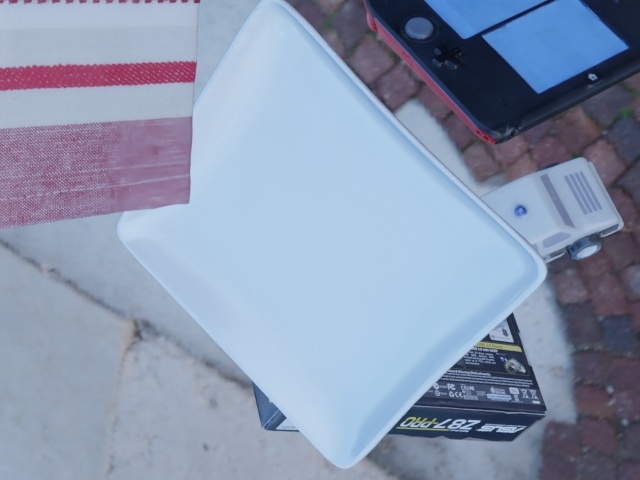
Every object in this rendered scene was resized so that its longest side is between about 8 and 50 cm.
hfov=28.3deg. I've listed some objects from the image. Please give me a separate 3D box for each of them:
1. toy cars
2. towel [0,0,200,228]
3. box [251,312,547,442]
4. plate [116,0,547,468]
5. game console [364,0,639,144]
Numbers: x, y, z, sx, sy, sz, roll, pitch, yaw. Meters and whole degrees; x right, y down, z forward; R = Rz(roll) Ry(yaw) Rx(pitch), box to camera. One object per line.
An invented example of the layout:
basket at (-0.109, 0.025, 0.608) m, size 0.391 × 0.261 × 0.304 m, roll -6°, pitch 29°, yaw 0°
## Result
toy cars at (0.105, -0.043, 1.294) m, size 0.394 × 0.087 × 0.176 m, roll 14°, pitch 74°, yaw 18°
towel at (-0.170, -0.164, 0.674) m, size 0.037 × 0.237 × 0.328 m, roll 26°, pitch 117°, yaw 49°
box at (0.082, 0.102, 1.676) m, size 0.097 × 0.395 × 0.318 m, roll -50°, pitch 44°, yaw 43°
plate at (0.000, 0.000, 0.955) m, size 0.277 × 0.045 × 0.278 m, roll 45°, pitch 128°, yaw 8°
game console at (0.294, -0.326, 1.851) m, size 0.342 × 0.387 × 0.060 m, roll 49°, pitch 156°, yaw 31°
